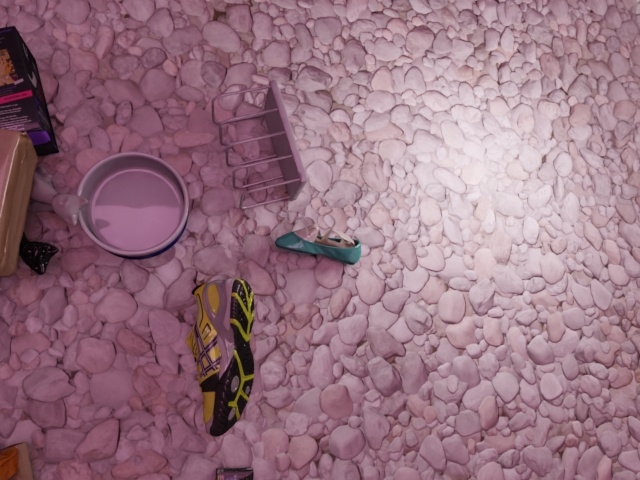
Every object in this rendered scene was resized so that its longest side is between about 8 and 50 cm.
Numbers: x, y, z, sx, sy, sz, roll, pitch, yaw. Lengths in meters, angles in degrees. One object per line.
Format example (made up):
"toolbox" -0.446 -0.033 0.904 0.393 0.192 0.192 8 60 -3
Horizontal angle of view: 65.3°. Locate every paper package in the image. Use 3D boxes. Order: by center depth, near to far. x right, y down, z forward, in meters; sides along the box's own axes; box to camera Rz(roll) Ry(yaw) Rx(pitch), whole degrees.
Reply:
"paper package" -0.790 -0.086 1.016 0.325 0.168 0.309 7 78 -16

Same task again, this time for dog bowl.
"dog bowl" -0.471 -0.086 1.271 0.265 0.104 0.265 2 79 -13

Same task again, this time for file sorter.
"file sorter" -0.168 -0.241 1.330 0.173 0.193 0.277 -16 84 -13

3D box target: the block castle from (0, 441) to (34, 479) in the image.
"block castle" -0.812 0.582 0.961 0.453 0.303 0.213 -13 84 -15

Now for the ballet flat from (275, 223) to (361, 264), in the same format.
"ballet flat" 0.000 0.000 1.375 0.247 0.083 0.087 13 110 -15

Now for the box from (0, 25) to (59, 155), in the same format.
"box" -0.762 -0.350 1.218 0.143 0.165 0.270 -15 83 -16

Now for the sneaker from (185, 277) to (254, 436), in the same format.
"sneaker" -0.257 0.288 1.257 0.147 0.145 0.385 1 81 18

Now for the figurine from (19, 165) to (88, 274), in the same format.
"figurine" -0.666 -0.053 1.173 0.209 0.092 0.215 29 85 18

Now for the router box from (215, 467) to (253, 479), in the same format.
"router box" -0.215 0.629 1.233 0.092 0.038 0.122 5 78 -13
